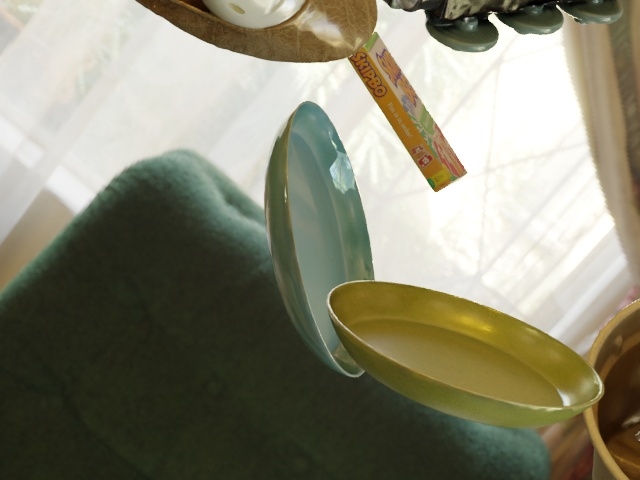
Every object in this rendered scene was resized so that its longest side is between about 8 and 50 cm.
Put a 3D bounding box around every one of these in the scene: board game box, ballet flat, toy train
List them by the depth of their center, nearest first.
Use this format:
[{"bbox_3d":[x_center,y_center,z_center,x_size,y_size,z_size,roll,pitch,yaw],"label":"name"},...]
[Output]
[{"bbox_3d":[-0.112,-0.235,0.793,0.342,0.116,0.124,25,-2,-4],"label":"ballet flat"},{"bbox_3d":[0.191,-0.304,1.047,0.334,0.142,0.190,-17,50,-29],"label":"toy train"},{"bbox_3d":[0.105,-0.184,1.352,0.259,0.039,0.124,55,20,3],"label":"board game box"}]

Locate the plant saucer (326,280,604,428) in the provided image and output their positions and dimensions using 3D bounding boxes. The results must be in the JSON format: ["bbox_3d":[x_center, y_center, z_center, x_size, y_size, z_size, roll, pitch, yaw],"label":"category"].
[{"bbox_3d":[0.116,0.097,0.856,0.241,0.037,0.241,15,15,-4],"label":"plant saucer"}]

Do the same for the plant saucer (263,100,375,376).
[{"bbox_3d":[0.000,0.000,1.160,0.317,0.044,0.317,-10,90,-74],"label":"plant saucer"}]

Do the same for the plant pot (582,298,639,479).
[{"bbox_3d":[0.496,0.279,1.346,0.334,0.334,0.305,47,-19,29],"label":"plant pot"}]
